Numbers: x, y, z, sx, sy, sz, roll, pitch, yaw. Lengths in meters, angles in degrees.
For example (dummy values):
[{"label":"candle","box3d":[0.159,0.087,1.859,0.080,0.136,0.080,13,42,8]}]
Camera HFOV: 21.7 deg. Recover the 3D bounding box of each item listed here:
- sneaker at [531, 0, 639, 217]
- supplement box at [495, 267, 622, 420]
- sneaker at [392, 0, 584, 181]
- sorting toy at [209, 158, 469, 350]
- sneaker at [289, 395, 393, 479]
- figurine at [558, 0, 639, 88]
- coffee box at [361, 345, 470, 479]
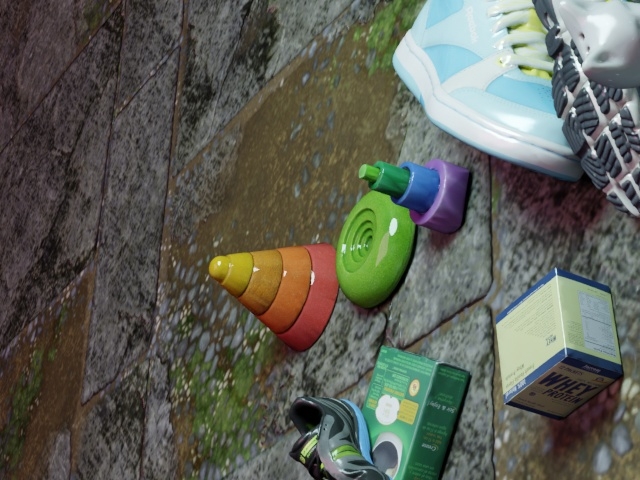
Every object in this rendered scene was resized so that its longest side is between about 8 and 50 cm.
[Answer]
[{"label":"sneaker","box3d":[0.243,-0.155,1.308,0.107,0.110,0.275,132,131,-68]},{"label":"supplement box","box3d":[0.187,0.083,1.319,0.083,0.056,0.083,-46,35,43]},{"label":"sneaker","box3d":[0.172,-0.190,1.450,0.208,0.127,0.319,-66,27,17]},{"label":"sorting toy","box3d":[0.000,0.000,1.675,0.365,0.126,0.127,-36,43,53]},{"label":"sneaker","box3d":[0.013,0.203,1.469,0.067,0.078,0.188,-61,28,23]},{"label":"figurine","box3d":[0.245,-0.158,1.179,0.092,0.209,0.215,-52,32,37]},{"label":"coffee box","box3d":[0.068,0.193,1.507,0.113,0.040,0.184,9,81,65]}]
